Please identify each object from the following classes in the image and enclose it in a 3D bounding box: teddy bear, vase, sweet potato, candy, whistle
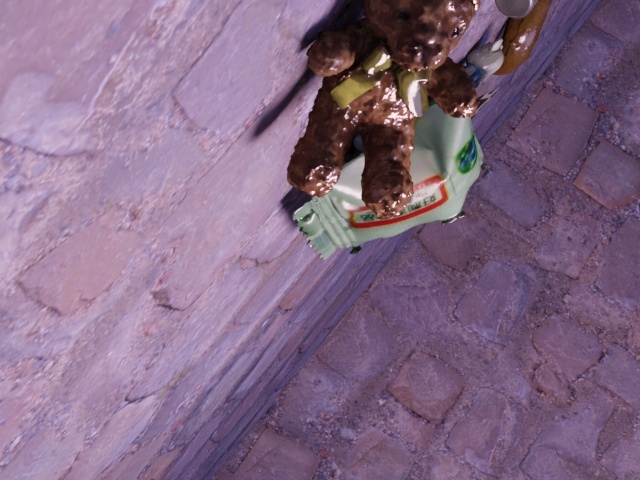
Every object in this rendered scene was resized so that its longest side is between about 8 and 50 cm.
[{"bbox_3d":[0.094,-0.195,1.076,0.222,0.246,0.296,156,-52,-70],"label":"teddy bear"},{"bbox_3d":[0.456,-0.565,1.814,0.214,0.086,0.086,-50,171,-36],"label":"vase"},{"bbox_3d":[0.508,-0.524,2.148,0.310,0.098,0.124,-58,-171,26],"label":"sweet potato"},{"bbox_3d":[0.133,-0.113,1.569,0.397,0.172,0.263,-33,145,-2],"label":"candy"},{"bbox_3d":[0.347,-0.386,1.995,0.235,0.077,0.114,-44,165,-4],"label":"whistle"}]

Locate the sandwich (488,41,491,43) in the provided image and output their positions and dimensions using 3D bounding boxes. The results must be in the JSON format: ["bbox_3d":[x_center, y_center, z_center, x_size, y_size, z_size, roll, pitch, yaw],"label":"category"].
[{"bbox_3d":[0.419,-0.463,2.117,0.083,0.044,0.031,-42,172,-33],"label":"sandwich"}]

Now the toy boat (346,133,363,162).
[{"bbox_3d":[0.090,-0.158,1.686,0.155,0.085,0.227,-62,157,13],"label":"toy boat"}]

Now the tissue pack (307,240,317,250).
[{"bbox_3d":[0.000,0.000,1.955,0.056,0.023,0.108,-51,170,0],"label":"tissue pack"}]

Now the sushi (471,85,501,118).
[{"bbox_3d":[0.222,-0.241,1.945,0.339,0.069,0.320,-30,167,-40],"label":"sushi"}]
